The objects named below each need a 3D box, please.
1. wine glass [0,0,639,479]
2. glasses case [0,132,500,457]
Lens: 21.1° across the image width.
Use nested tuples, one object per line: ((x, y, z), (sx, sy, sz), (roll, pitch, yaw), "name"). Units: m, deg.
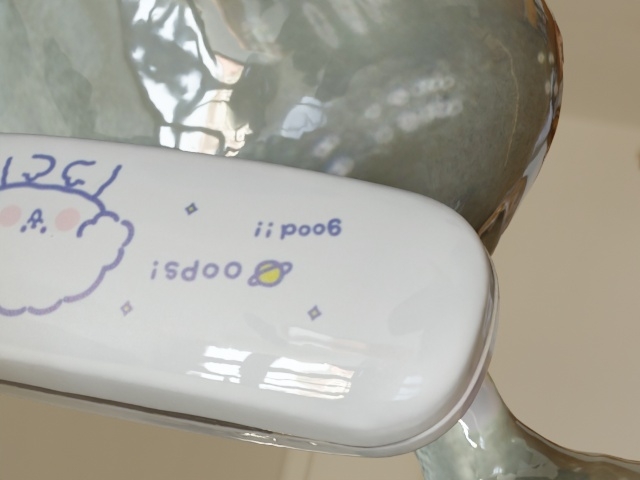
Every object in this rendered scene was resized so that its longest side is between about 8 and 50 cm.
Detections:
((0.000, 0.000, 0.633), (0.323, 0.238, 0.238), (58, -158, 4), "wine glass")
((-0.047, 0.013, 0.491), (0.049, 0.197, 0.076), (64, -141, -58), "glasses case")
